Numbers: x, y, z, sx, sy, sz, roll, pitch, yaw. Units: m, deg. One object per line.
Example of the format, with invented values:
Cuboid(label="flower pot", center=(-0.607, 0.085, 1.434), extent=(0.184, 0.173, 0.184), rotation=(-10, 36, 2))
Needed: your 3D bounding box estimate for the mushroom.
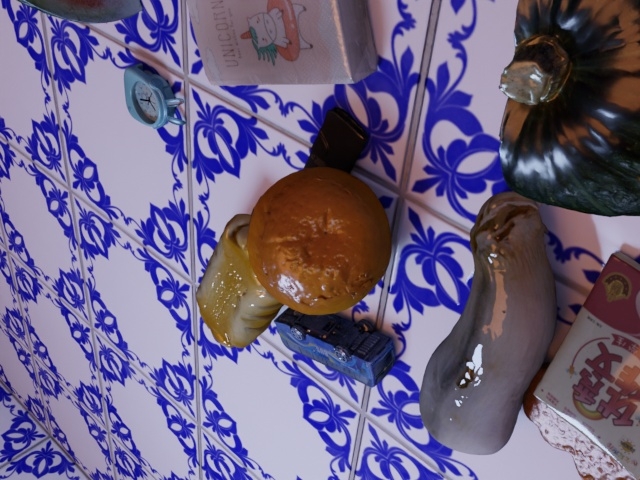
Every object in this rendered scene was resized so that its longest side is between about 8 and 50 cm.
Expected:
Cuboid(label="mushroom", center=(0.226, 0.118, 0.961), extent=(0.177, 0.126, 0.396), rotation=(-117, 30, -43))

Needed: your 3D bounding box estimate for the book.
Cuboid(label="book", center=(0.367, 0.150, 0.859), extent=(0.162, 0.022, 0.231), rotation=(41, 126, 35))

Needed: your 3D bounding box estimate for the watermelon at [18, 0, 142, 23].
Cuboid(label="watermelon", center=(-0.438, -0.499, 1.255), extent=(0.290, 0.319, 0.213), rotation=(30, 114, -11))

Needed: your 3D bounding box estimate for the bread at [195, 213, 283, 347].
Cuboid(label="bread", center=(-0.138, 0.080, 1.343), extent=(0.172, 0.121, 0.311), rotation=(53, 142, 14))

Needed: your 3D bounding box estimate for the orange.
Cuboid(label="orange", center=(-0.001, 0.001, 1.073), extent=(0.219, 0.219, 0.193), rotation=(42, 179, 21))

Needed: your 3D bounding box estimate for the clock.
Cuboid(label="clock", center=(-0.317, -0.267, 1.376), extent=(0.147, 0.045, 0.108), rotation=(32, 135, 29))

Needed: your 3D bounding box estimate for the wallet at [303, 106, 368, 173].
Cuboid(label="wallet", center=(0.020, -0.132, 1.114), extent=(0.082, 0.018, 0.156), rotation=(47, 141, 14))

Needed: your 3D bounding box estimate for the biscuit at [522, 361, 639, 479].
Cuboid(label="biscuit", center=(0.407, 0.256, 0.903), extent=(0.334, 0.047, 0.201), rotation=(25, 123, 43))

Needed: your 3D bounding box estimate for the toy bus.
Cuboid(label="toy bus", center=(0.026, 0.177, 1.270), extent=(0.237, 0.079, 0.094), rotation=(19, 143, 40))

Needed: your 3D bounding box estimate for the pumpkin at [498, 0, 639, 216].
Cuboid(label="pumpkin", center=(0.291, -0.157, 0.606), extent=(0.197, 0.263, 0.292), rotation=(20, 131, 34))

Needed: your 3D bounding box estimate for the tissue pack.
Cuboid(label="tissue pack", center=(-0.069, -0.314, 1.049), extent=(0.326, 0.071, 0.170), rotation=(11, 124, 43))
